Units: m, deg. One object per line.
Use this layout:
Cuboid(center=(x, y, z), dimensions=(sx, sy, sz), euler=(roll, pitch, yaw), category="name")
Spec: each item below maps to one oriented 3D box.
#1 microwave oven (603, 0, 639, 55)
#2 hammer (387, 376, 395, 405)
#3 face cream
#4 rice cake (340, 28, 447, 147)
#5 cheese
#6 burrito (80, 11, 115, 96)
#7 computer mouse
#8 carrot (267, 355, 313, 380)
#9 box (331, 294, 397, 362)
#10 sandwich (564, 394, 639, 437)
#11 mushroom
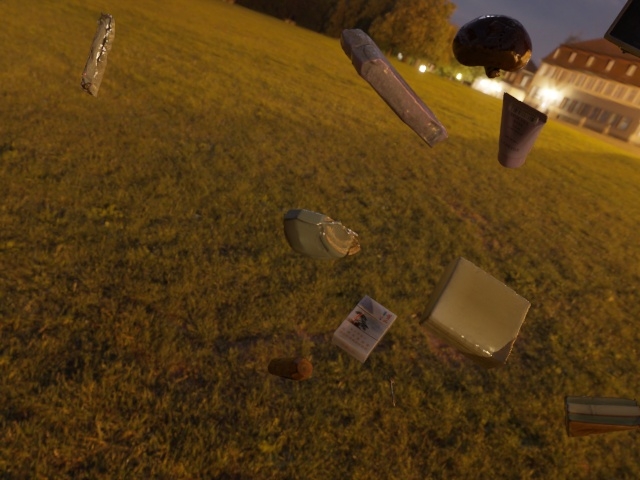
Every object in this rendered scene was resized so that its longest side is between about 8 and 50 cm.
Cuboid(center=(0.785, -0.432, 1.107), dimensions=(0.194, 0.145, 0.240), euler=(12, 34, -25), category="microwave oven")
Cuboid(center=(0.196, 0.413, 1.400), dimensions=(0.029, 0.014, 0.123), euler=(45, 16, -10), category="hammer")
Cuboid(center=(0.623, -0.338, 1.610), dimensions=(0.154, 0.096, 0.273), euler=(45, -12, 27), category="face cream")
Cuboid(center=(0.143, -0.270, 0.940), dimensions=(0.298, 0.050, 0.106), euler=(28, 31, -49), category="rice cake")
Cuboid(center=(0.469, 0.219, 1.566), dimensions=(0.266, 0.124, 0.242), euler=(34, 64, -1), category="cheese")
Cuboid(center=(-0.502, -0.420, 1.162), dimensions=(0.045, 0.185, 0.041), euler=(31, 15, 24), category="burrito")
Cuboid(center=(0.000, 0.004, 1.850), dimensions=(0.229, 0.145, 0.429), euler=(8, -10, 26), category="computer mouse")
Cuboid(center=(-0.095, 0.379, 1.531), dimensions=(0.070, 0.070, 0.260), euler=(14, -16, -21), category="carrot")
Cuboid(center=(0.167, 0.330, 1.929), dimensions=(0.150, 0.067, 0.233), euler=(34, 49, 14), category="box")
Cuboid(center=(0.714, 0.453, 1.306), dimensions=(0.164, 0.113, 0.079), euler=(-5, 50, 20), category="sandwich")
Cuboid(center=(0.513, -0.594, 1.523), dimensions=(0.232, 0.194, 0.138), euler=(4, -11, 6), category="mushroom")
